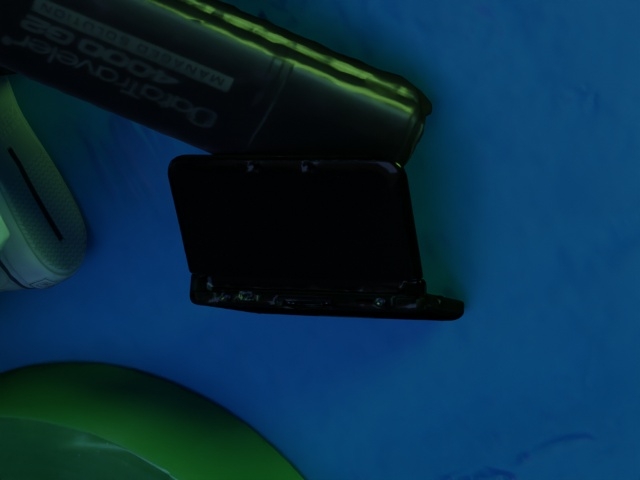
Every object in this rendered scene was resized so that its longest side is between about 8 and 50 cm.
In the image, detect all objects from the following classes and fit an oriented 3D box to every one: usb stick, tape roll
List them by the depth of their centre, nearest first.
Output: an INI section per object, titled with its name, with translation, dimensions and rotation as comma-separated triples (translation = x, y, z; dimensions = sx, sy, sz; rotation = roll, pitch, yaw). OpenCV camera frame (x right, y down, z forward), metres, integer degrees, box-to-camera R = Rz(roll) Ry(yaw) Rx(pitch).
[usb stick]
translation = -0.082, -0.090, 0.867
dimensions = 0.278, 0.045, 0.077
rotation = 22, 129, -16
[tape roll]
translation = -0.126, 0.229, 1.057
dimensions = 0.321, 0.077, 0.321
rotation = 9, 113, 21

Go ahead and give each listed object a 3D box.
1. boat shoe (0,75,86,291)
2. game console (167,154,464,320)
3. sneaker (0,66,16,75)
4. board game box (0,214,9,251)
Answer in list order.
[boat shoe]
translation = -0.204, -0.069, 0.967
dimensions = 0.075, 0.083, 0.226
rotation = -16, 104, 27
[game console]
translation = 0.000, 0.000, 0.912
dimensions = 0.122, 0.107, 0.071
rotation = 2, 85, 23
[sneaker]
translation = -0.166, -0.223, 0.901
dimensions = 0.124, 0.107, 0.283
rotation = 34, 133, 42
[board game box]
translation = -0.356, -0.048, 0.949
dimensions = 0.390, 0.050, 0.390
rotation = 42, 148, -1
